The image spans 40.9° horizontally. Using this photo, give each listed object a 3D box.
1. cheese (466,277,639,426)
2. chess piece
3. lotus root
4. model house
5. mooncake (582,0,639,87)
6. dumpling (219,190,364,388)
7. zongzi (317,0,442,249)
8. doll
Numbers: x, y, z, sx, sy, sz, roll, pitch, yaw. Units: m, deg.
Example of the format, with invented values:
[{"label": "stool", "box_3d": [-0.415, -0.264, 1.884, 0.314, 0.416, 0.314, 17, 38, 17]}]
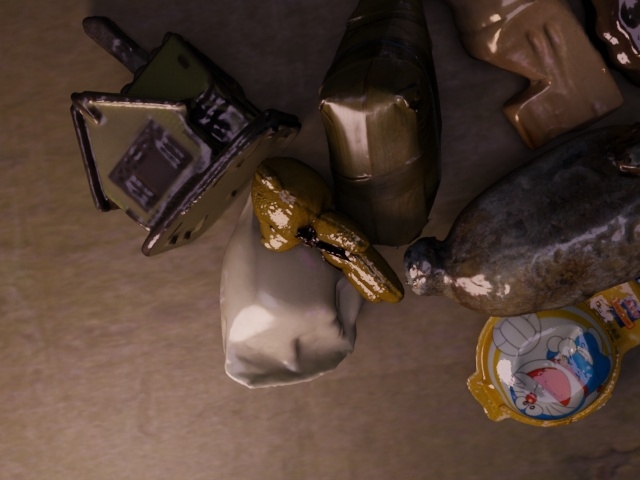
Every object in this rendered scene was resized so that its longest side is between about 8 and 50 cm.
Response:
[{"label": "cheese", "box_3d": [0.300, 0.119, 1.020, 0.270, 0.069, 0.177, -34, 96, 7]}, {"label": "chess piece", "box_3d": [0.220, -0.239, 0.950, 0.137, 0.137, 0.301, -37, 109, 8]}, {"label": "lotus root", "box_3d": [0.262, -0.011, 0.955, 0.349, 0.175, 0.175, -26, 97, 12]}, {"label": "model house", "box_3d": [-0.193, -0.147, 0.940, 0.278, 0.218, 0.205, 43, 98, 1]}, {"label": "mooncake", "box_3d": [0.403, -0.268, 0.929, 0.228, 0.124, 0.228, 1, 99, 4]}, {"label": "dumpling", "box_3d": [-0.027, 0.050, 1.015, 0.179, 0.131, 0.252, 7, 77, -17]}, {"label": "zongzi", "box_3d": [0.081, -0.154, 0.984, 0.125, 0.274, 0.251, 3, 138, 11]}, {"label": "doll", "box_3d": [0.000, 0.000, 0.922, 0.097, 0.137, 0.209, -43, 96, -2]}]
